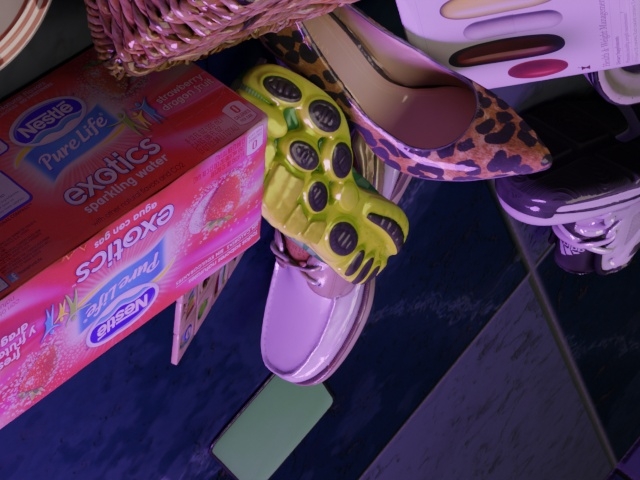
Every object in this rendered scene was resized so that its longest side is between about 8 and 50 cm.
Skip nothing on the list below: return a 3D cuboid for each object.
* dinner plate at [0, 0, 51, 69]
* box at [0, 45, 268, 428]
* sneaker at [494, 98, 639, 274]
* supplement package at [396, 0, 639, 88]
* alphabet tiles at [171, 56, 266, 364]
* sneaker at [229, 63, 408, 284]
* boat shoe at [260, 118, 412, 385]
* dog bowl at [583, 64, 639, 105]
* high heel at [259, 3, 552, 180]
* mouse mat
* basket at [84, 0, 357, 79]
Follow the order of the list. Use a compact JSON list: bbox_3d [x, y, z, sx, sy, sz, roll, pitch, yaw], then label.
[{"bbox_3d":[-0.236,-0.166,1.241,0.141,0.017,0.141,-39,152,-26],"label":"dinner plate"},{"bbox_3d":[-0.196,-0.012,1.349,0.300,0.154,0.142,-38,151,-32],"label":"box"},{"bbox_3d":[0.331,-0.037,2.179,0.447,0.169,0.257,-25,141,-49],"label":"sneaker"},{"bbox_3d":[0.165,-0.243,1.554,0.203,0.149,0.194,-9,153,8],"label":"supplement package"},{"bbox_3d":[-0.082,-0.036,1.587,0.237,0.009,0.198,99,15,-44],"label":"alphabet tiles"},{"bbox_3d":[-0.025,-0.056,1.552,0.109,0.123,0.295,-51,147,-10],"label":"sneaker"},{"bbox_3d":[0.000,0.000,1.752,0.103,0.113,0.302,-2,114,-57],"label":"boat shoe"},{"bbox_3d":[0.352,-0.348,1.847,0.408,0.150,0.408,-40,152,-26],"label":"dog bowl"},{"bbox_3d":[0.066,-0.132,1.484,0.093,0.261,0.186,-63,164,-16],"label":"high heel"},{"bbox_3d":[-0.051,0.205,2.030,0.152,0.007,0.190,-48,155,-10],"label":"mouse mat"},{"bbox_3d":[-0.035,-0.271,1.294,0.299,0.213,0.223,-25,-178,-36],"label":"basket"}]
